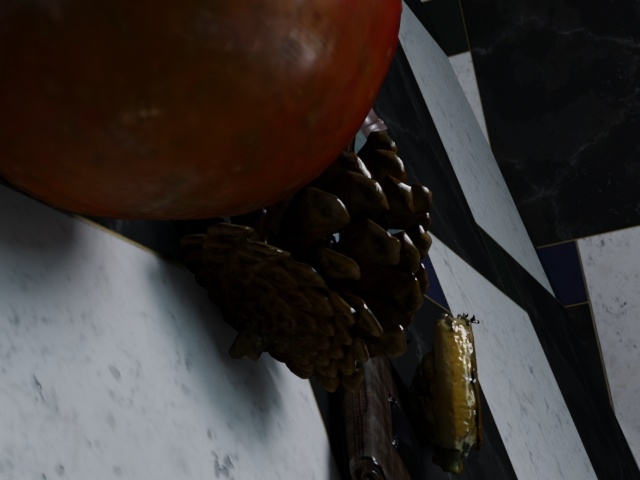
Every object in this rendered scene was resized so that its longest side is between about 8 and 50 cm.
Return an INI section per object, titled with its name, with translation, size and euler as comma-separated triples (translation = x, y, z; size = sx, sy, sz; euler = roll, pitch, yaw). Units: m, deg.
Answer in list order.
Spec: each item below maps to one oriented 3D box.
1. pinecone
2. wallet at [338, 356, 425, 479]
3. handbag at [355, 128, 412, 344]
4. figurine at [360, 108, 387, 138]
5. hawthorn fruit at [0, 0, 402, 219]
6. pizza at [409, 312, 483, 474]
[pinecone]
translation = -0.002, 0.000, 0.930
size = 0.212, 0.169, 0.185
euler = -78, 155, -47
[wallet]
translation = 0.054, 0.163, 1.076
size = 0.124, 0.042, 0.230
euler = 57, 11, -26
[handbag]
translation = 0.039, -0.029, 1.308
size = 0.191, 0.075, 0.332
euler = 60, 12, -25
[figurine]
translation = 0.031, -0.174, 1.495
size = 0.114, 0.108, 0.196
euler = -32, 113, -65
[hawthorn fruit]
translation = -0.086, -0.146, 0.700
size = 0.284, 0.284, 0.284
euler = 56, 17, -27
[pizza]
translation = 0.118, 0.143, 1.217
size = 0.226, 0.069, 0.147
euler = -64, 151, -89
